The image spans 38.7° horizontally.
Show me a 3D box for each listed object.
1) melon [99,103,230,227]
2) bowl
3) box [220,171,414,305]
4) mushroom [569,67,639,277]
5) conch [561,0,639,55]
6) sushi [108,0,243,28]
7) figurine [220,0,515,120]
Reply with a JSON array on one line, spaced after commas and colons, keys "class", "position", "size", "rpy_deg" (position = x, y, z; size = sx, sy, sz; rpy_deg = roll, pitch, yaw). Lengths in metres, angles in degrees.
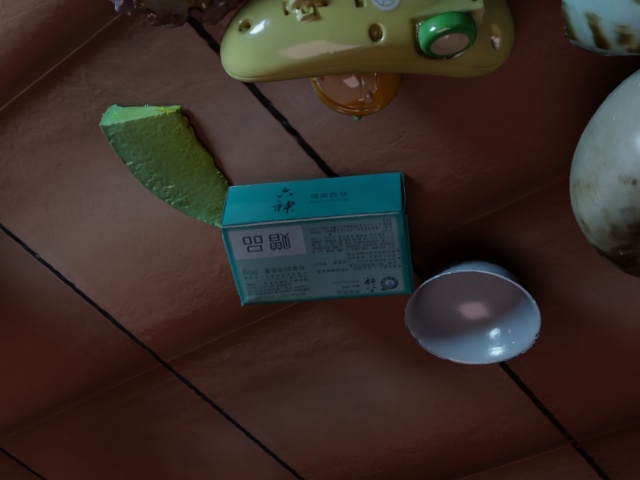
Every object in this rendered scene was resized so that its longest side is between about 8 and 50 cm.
[{"class": "melon", "position": [-0.184, -0.099, 1.251], "size": [0.114, 0.053, 0.261], "rpy_deg": [-34, 123, 13]}, {"class": "bowl", "position": [0.217, 0.085, 1.290], "size": [0.189, 0.086, 0.189], "rpy_deg": [7, 132, 8]}, {"class": "box", "position": [0.000, 0.000, 1.240], "size": [0.245, 0.092, 0.153], "rpy_deg": [-4, 130, 6]}, {"class": "mushroom", "position": [0.452, -0.053, 0.953], "size": [0.363, 0.294, 0.362], "rpy_deg": [-5, 153, -3]}, {"class": "conch", "position": [0.339, -0.317, 0.799], "size": [0.249, 0.197, 0.368], "rpy_deg": [-32, 131, -18]}, {"class": "sushi", "position": [-0.143, -0.356, 0.908], "size": [0.237, 0.170, 0.270], "rpy_deg": [0, 137, -25]}, {"class": "figurine", "position": [0.053, -0.217, 1.000], "size": [0.325, 0.124, 0.222], "rpy_deg": [-9, 162, -3]}]
